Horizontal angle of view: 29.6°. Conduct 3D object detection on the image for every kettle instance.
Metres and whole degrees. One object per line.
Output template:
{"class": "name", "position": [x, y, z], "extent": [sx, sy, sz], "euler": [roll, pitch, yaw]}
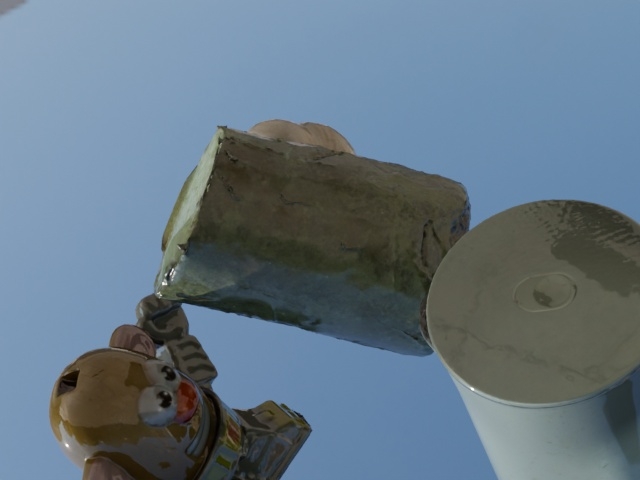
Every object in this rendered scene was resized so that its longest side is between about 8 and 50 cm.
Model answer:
{"class": "kettle", "position": [0.249, 0.137, 1.036], "extent": [0.265, 0.318, 0.205], "euler": [21, -116, 36]}

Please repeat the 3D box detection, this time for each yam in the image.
{"class": "yam", "position": [0.000, 0.000, 1.193], "extent": [0.300, 0.195, 0.195], "euler": [13, -156, -12]}

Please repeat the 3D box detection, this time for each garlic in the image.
{"class": "garlic", "position": [-0.010, -0.065, 1.795], "extent": [0.203, 0.281, 0.185], "euler": [-34, -155, 46]}

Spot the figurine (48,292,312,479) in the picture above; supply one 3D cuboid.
{"class": "figurine", "position": [-0.154, 0.210, 1.255], "extent": [0.167, 0.285, 0.342], "euler": [-46, -151, 15]}
